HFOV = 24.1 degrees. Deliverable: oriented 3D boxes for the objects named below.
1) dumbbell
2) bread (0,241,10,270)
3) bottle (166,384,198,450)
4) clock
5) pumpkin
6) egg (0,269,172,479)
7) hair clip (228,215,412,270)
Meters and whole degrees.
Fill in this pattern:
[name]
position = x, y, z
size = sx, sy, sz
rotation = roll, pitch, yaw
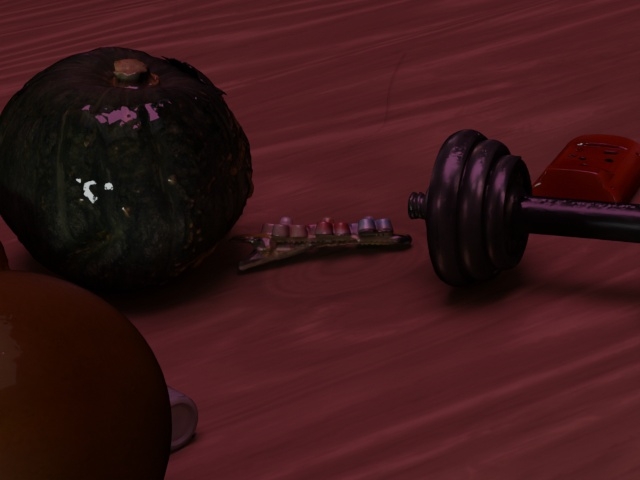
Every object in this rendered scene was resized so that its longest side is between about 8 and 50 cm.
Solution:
[dumbbell]
position = 0.286, -0.022, 1.593
size = 0.406, 0.179, 0.179
rotation = 5, 28, 23
[bread]
position = -0.476, 0.052, 1.610
size = 0.312, 0.172, 0.312
rotation = -5, 23, 2
[bottle]
position = -0.205, 0.144, 1.493
size = 0.060, 0.060, 0.217
rotation = -24, 31, -33
[clock]
position = 0.332, -0.084, 1.848
size = 0.113, 0.061, 0.155
rotation = 7, 26, 26
[pumpkin]
position = -0.227, -0.087, 1.756
size = 0.291, 0.257, 0.328
rotation = -20, 33, -40
[egg]
position = -0.285, 0.171, 1.196
size = 0.351, 0.282, 0.282
rotation = -21, 30, -25
[hair clip]
position = -0.001, -0.007, 1.767
size = 0.214, 0.056, 0.062
rotation = -9, -7, -6
